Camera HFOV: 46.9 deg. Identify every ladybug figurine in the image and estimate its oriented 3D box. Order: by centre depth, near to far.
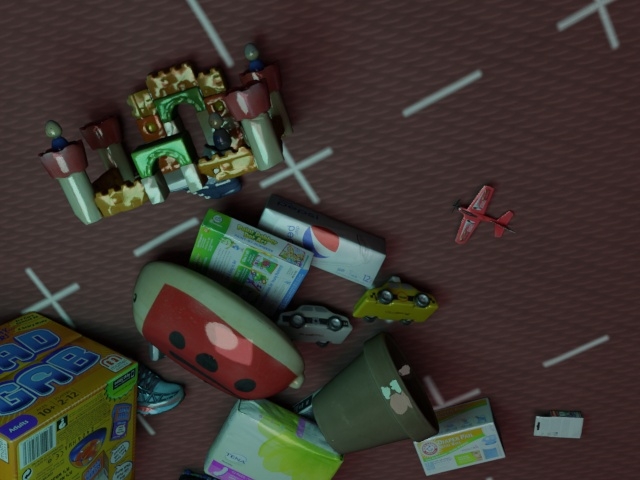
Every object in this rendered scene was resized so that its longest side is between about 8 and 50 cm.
[{"bbox_3d":[-0.240,0.215,1.639,0.449,0.162,0.305,29,155,12],"label":"ladybug figurine"}]

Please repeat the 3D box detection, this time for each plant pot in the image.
[{"bbox_3d":[0.113,0.374,1.697,0.229,0.263,0.263,-30,108,10],"label":"plant pot"}]

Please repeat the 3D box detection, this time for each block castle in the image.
[{"bbox_3d":[-0.290,-0.224,1.461,0.454,0.303,0.212,-16,110,10],"label":"block castle"}]

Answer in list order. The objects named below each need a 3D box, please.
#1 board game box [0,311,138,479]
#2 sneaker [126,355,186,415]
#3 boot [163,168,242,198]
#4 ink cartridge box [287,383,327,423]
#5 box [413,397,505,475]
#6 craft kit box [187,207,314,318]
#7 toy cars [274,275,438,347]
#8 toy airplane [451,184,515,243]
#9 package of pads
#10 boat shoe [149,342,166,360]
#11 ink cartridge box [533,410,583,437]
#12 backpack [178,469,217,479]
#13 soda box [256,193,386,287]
[{"bbox_3d":[-0.675,0.437,1.685,0.357,0.356,0.356,19,116,24],"label":"board game box"},{"bbox_3d":[-0.466,0.354,1.833,0.262,0.104,0.125,7,112,2],"label":"sneaker"},{"bbox_3d":[-0.272,-0.121,1.633,0.190,0.069,0.086,-13,129,19],"label":"boot"},{"bbox_3d":[0.025,0.458,1.860,0.333,0.065,0.165,-38,105,17],"label":"ink cartridge box"},{"bbox_3d":[0.337,0.485,1.822,0.203,0.103,0.114,-18,111,12],"label":"box"},{"bbox_3d":[-0.167,0.060,1.645,0.247,0.060,0.250,21,144,-7],"label":"craft kit box"},{"bbox_3d":[0.070,0.161,1.711,0.394,0.087,0.176,-16,146,13],"label":"toy cars"},{"bbox_3d":[0.362,-0.052,1.630,0.151,0.028,0.151,2,115,4],"label":"toy airplane"},{"bbox_3d":[-0.111,0.524,1.811,0.297,0.101,0.229,26,113,-6],"label":"package of pads"},{"bbox_3d":[-0.396,0.229,1.808,0.040,0.049,0.142,-6,115,-29],"label":"boat shoe"},{"bbox_3d":[0.589,0.456,1.831,0.115,0.029,0.062,2,114,5],"label":"ink cartridge box"},{"bbox_3d":[-0.308,0.709,1.964,0.173,0.117,0.158,12,113,0],"label":"backpack"},{"bbox_3d":[0.000,0.000,1.645,0.286,0.098,0.091,22,113,-4],"label":"soda box"}]
